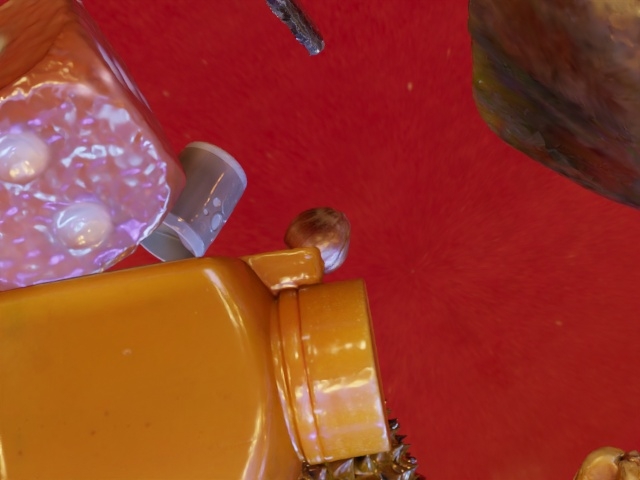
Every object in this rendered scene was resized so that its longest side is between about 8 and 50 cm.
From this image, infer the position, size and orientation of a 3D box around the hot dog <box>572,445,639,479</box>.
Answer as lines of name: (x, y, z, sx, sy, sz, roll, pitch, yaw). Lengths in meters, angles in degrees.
hot dog: (0.307, 0.335, 1.666, 0.102, 0.076, 0.249, 30, 120, 29)

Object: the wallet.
wallet: (-0.061, -0.220, 1.101, 0.031, 0.232, 0.122, -39, 71, 7)

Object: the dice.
dice: (-0.218, -0.072, 1.146, 0.175, 0.174, 0.179, -32, 122, 0)

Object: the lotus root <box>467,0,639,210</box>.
lotus root: (0.151, -0.090, 0.662, 0.119, 0.235, 0.138, 37, 78, 31)

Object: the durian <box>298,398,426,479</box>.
durian: (-0.029, 0.312, 1.840, 0.348, 0.347, 0.384, -40, 74, 2)

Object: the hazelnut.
hazelnut: (0.000, 0.000, 1.693, 0.086, 0.086, 0.086, 0, 89, 4)

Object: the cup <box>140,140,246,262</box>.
cup: (-0.114, -0.026, 1.360, 0.074, 0.102, 0.099, 15, 57, 31)

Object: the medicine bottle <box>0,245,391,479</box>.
medicine bottle: (-0.076, 0.089, 0.854, 0.222, 0.112, 0.149, -9, 79, 3)
